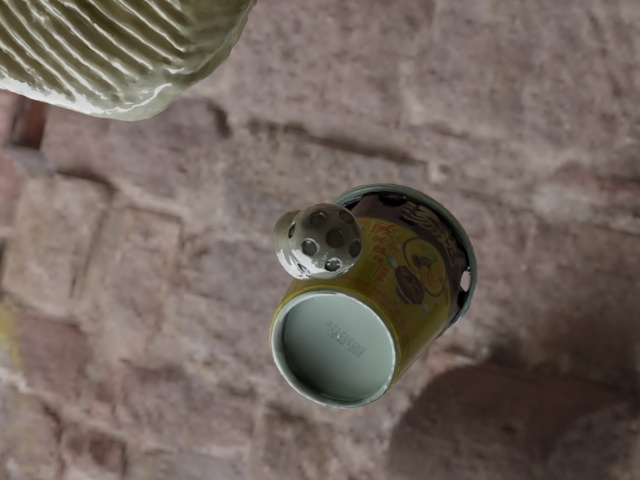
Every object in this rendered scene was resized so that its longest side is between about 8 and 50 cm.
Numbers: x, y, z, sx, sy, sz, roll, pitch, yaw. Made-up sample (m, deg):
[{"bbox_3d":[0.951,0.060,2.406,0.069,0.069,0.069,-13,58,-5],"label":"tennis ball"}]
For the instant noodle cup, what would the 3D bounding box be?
[{"bbox_3d":[0.048,0.071,1.717,0.215,0.216,0.236,14,-153,15],"label":"instant noodle cup"}]

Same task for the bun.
[{"bbox_3d":[-0.216,-0.282,1.390,0.349,0.352,0.227,51,-154,-7],"label":"bun"}]

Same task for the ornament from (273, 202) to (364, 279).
[{"bbox_3d":[0.000,0.000,1.463,0.081,0.075,0.156,-17,180,-12],"label":"ornament"}]
